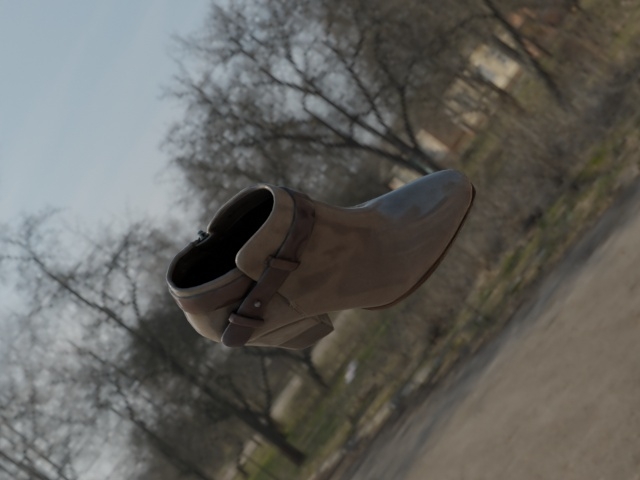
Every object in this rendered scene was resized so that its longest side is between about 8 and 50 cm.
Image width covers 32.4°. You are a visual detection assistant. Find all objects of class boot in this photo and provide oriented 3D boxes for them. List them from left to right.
[{"bbox_3d":[0.000,0.000,0.429,0.118,0.042,0.087,-44,-37,5],"label":"boot"}]
